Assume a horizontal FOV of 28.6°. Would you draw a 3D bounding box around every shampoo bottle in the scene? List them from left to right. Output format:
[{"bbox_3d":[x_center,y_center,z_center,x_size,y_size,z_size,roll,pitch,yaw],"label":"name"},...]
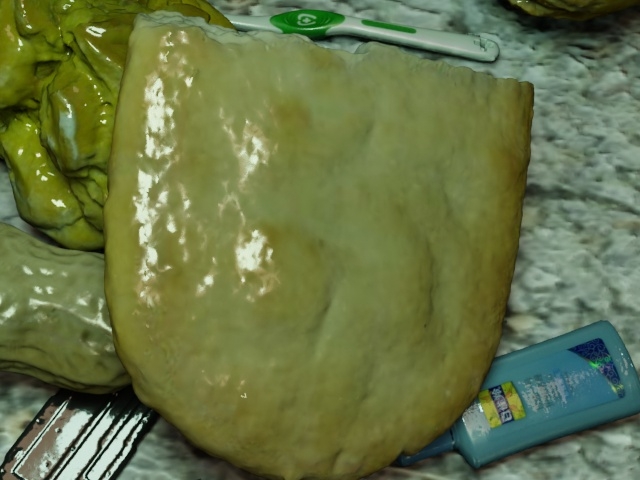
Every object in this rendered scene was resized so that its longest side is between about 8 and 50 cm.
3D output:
[{"bbox_3d":[0.192,0.166,1.272,0.259,0.061,0.103,-17,72,-9],"label":"shampoo bottle"}]

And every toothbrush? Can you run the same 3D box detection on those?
[{"bbox_3d":[-0.005,-0.240,1.409,0.418,0.040,0.042,9,48,-5],"label":"toothbrush"}]

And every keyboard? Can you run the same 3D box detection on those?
[{"bbox_3d":[-0.210,0.162,1.268,0.106,0.016,0.262,33,73,8],"label":"keyboard"}]

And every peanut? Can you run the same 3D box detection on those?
[{"bbox_3d":[-0.291,0.068,1.213,0.291,0.143,0.159,18,31,8],"label":"peanut"}]

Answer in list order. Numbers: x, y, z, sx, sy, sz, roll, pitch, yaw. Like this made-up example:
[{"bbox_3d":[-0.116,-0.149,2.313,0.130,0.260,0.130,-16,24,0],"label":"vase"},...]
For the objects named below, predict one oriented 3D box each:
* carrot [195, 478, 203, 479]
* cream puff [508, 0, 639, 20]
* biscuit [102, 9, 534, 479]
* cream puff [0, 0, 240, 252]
[{"bbox_3d":[-0.175,0.295,1.194,0.173,0.082,0.082,-23,75,-14],"label":"carrot"},{"bbox_3d":[0.285,-0.372,1.368,0.327,0.231,0.342,11,65,-6],"label":"cream puff"},{"bbox_3d":[0.001,0.000,1.154,0.429,0.104,0.446,16,78,-28],"label":"biscuit"},{"bbox_3d":[-0.192,-0.152,1.241,0.291,0.257,0.324,-25,71,-14],"label":"cream puff"}]
